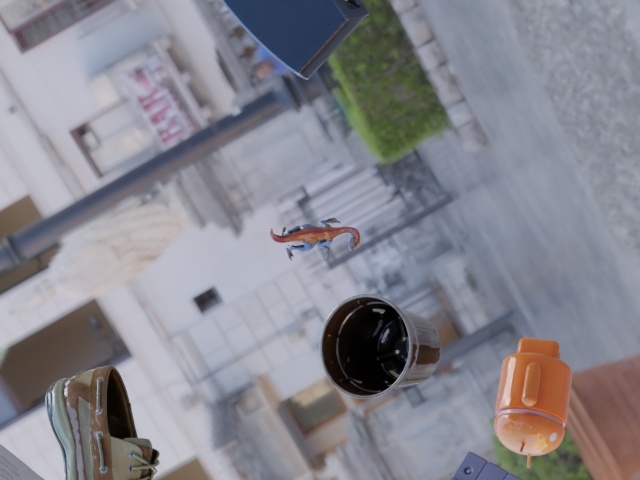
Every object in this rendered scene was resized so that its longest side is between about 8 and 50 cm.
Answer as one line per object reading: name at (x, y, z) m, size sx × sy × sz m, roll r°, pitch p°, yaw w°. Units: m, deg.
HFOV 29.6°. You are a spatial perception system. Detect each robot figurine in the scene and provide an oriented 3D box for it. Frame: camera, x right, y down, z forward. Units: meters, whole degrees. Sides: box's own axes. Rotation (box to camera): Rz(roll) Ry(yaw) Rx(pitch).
robot figurine at (0.374, 0.283, 2.129) m, size 0.128 × 0.219 × 0.158 m, roll 22°, pitch 153°, yaw -18°

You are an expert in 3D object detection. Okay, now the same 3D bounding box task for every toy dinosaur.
toy dinosaur at (0.000, 0.000, 1.351) m, size 0.090 × 0.082 × 0.047 m, roll -9°, pitch -92°, yaw -69°

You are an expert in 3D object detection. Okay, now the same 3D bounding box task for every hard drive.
hard drive at (-0.066, -0.382, 1.837) m, size 0.254 × 0.172 × 0.054 m, roll 48°, pitch -148°, yaw 2°

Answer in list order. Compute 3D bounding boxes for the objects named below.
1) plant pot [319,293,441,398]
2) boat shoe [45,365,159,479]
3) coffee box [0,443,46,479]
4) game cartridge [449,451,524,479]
plant pot at (0.110, 0.175, 1.990) m, size 0.165 × 0.167 × 0.167 m, roll 10°, pitch -134°, yaw -60°
boat shoe at (-0.301, 0.328, 1.765) m, size 0.324 × 0.120 × 0.122 m, roll 65°, pitch -168°, yaw 22°
coffee box at (-0.664, 0.565, 2.111) m, size 0.337 × 0.334 × 0.338 m, roll 46°, pitch -135°, yaw -22°
game cartridge at (0.233, 0.511, 1.811) m, size 0.230 × 0.355 × 0.068 m, roll 23°, pitch 151°, yaw 27°
